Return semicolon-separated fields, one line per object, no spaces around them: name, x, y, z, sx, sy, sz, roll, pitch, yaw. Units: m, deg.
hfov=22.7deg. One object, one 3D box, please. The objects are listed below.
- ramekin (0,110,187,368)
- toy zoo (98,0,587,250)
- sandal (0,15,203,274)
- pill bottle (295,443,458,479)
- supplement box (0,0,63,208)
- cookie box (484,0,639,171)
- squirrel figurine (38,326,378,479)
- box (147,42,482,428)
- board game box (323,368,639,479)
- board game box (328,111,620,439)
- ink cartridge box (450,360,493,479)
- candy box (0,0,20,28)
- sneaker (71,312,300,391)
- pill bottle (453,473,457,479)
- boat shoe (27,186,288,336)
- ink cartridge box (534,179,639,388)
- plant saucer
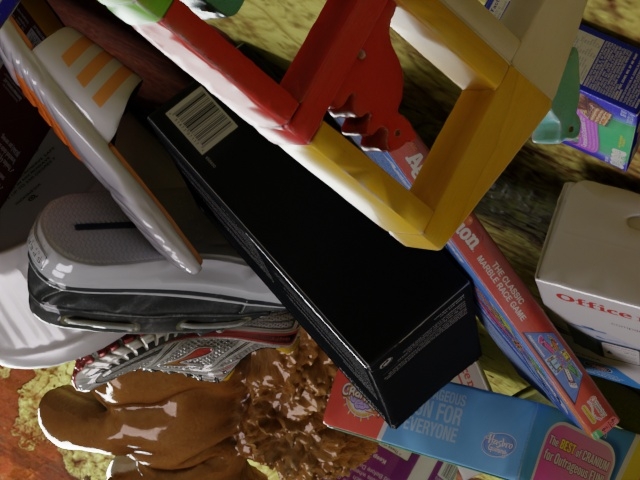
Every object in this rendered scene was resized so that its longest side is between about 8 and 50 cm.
ramekin;-0.253;-0.023;1.492;0.273;0.273;0.127;16;150;40
toy zoo;0.024;-0.128;0.716;0.293;0.192;0.030;38;163;-30
sandal;-0.163;-0.092;1.269;0.265;0.076;0.102;51;169;-6
pill bottle;0.042;0.322;1.880;0.169;0.301;0.169;28;168;6
supplement box;-0.326;-0.135;1.348;0.129;0.194;0.191;23;165;21
cookie box;0.140;-0.092;0.927;0.107;0.040;0.092;26;166;14
squirrel figurine;-0.103;0.179;1.685;0.397;0.281;0.370;-3;114;16
box;0.000;0.000;1.219;0.261;0.103;0.184;48;170;20
board game box;0.198;0.182;1.370;0.316;0.064;0.242;20;173;-38
board game box;0.107;0.013;1.143;0.281;0.027;0.145;53;178;-21
ink cartridge box;0.145;0.165;1.647;0.198;0.067;0.115;64;-177;-66
candy box;-0.312;-0.208;0.921;0.122;0.268;0.317;23;165;33
sneaker;-0.124;0.100;1.479;0.088;0.225;0.092;-99;-10;-73
pill bottle;0.081;0.323;2.260;0.153;0.153;0.265;31;166;-11
boat shoe;-0.094;0.021;1.387;0.335;0.121;0.119;4;141;-19
ink cartridge box;0.236;0.044;1.119;0.140;0.082;0.190;16;164;21
plant saucer;0.290;0.181;1.584;0.188;0.045;0.188;29;166;-1
